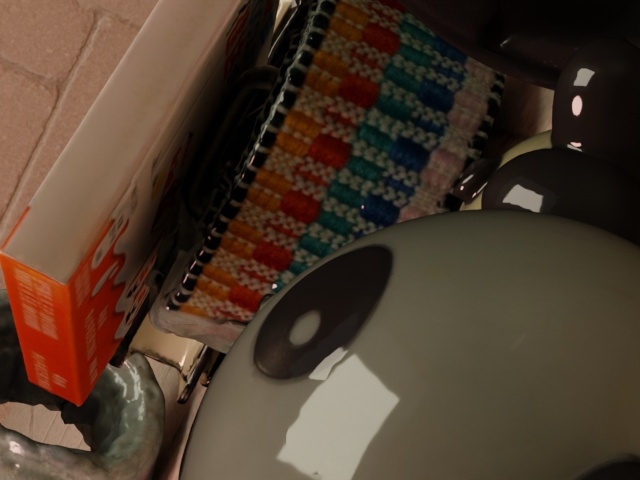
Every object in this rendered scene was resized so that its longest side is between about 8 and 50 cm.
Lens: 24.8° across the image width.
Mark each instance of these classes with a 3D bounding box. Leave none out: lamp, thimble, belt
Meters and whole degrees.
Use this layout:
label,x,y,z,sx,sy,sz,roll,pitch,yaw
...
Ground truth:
label,x,y,z,sx,sy,sz,roll,pitch,yaw
lamp,0.057,0.060,0.462,0.198,0.198,0.244,-50,11,46
thimble,-0.248,0.169,1.314,0.250,0.205,0.172,56,141,31
belt,0.000,-0.035,0.881,0.257,0.150,0.207,-59,9,35

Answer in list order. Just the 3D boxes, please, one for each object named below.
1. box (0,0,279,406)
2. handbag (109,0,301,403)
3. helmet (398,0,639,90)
label,x,y,z,sx,sy,sz,roll,pitch,yaw
box,-0.103,-0.047,0.897,0.265,0.048,0.273,-62,-3,-20
handbag,-0.085,-0.062,1.249,0.358,0.160,0.237,-62,8,6
helmet,0.120,-0.163,0.564,0.189,0.193,0.216,-23,80,41
